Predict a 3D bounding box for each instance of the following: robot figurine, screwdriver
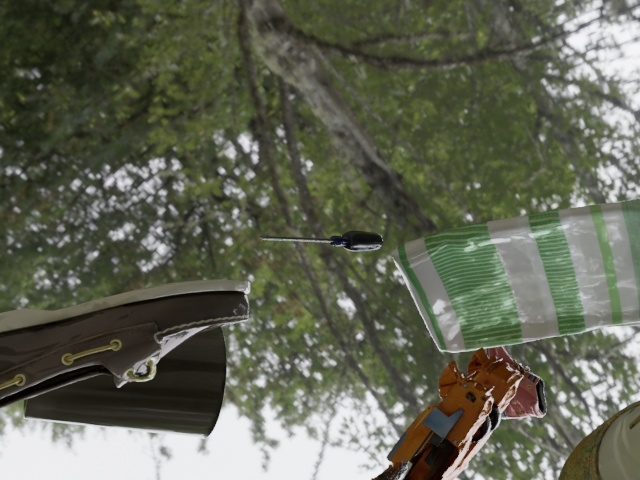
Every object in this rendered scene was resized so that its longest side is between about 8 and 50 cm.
[{"bbox_3d":[0.135,0.275,1.139,0.085,0.211,0.291,40,-70,21],"label":"robot figurine"},{"bbox_3d":[0.000,0.000,0.996,0.025,0.170,0.024,-19,-106,55],"label":"screwdriver"}]

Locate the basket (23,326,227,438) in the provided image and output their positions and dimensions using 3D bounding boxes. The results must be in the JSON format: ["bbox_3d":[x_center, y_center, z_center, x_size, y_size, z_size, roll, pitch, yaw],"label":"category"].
[{"bbox_3d":[-0.253,0.169,1.149,0.204,0.227,0.154,158,-63,-68],"label":"basket"}]

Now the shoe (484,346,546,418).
[{"bbox_3d":[0.317,0.216,1.483,0.081,0.178,0.063,-6,-156,30],"label":"shoe"}]

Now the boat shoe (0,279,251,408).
[{"bbox_3d":[-0.226,0.110,0.951,0.324,0.116,0.096,-10,-102,-13],"label":"boat shoe"}]

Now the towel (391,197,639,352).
[{"bbox_3d":[0.274,0.054,1.123,0.325,0.248,0.038,-9,-131,21],"label":"towel"}]

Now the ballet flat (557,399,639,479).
[{"bbox_3d":[0.328,0.157,0.724,0.349,0.123,0.123,-26,-138,32],"label":"ballet flat"}]
